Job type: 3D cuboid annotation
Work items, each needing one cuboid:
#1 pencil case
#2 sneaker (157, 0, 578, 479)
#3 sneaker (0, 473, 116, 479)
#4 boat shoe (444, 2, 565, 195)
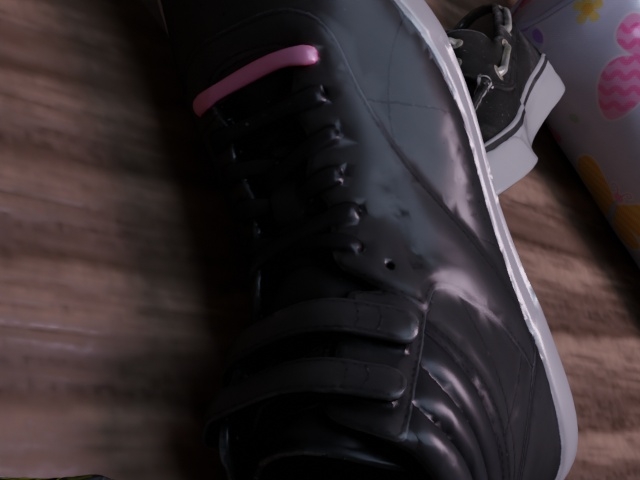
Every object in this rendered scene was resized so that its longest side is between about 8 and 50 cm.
[{"bbox_3d":[0.223,-0.057,0.776,0.124,0.113,0.273,-40,103,-10],"label":"pencil case"},{"bbox_3d":[0.000,0.000,0.461,0.295,0.105,0.147,63,29,-8],"label":"sneaker"},{"bbox_3d":[-0.079,0.079,0.368,0.083,0.035,0.031,9,60,-50],"label":"sneaker"},{"bbox_3d":[0.063,-0.063,0.621,0.070,0.078,0.219,57,27,-11],"label":"boat shoe"}]
